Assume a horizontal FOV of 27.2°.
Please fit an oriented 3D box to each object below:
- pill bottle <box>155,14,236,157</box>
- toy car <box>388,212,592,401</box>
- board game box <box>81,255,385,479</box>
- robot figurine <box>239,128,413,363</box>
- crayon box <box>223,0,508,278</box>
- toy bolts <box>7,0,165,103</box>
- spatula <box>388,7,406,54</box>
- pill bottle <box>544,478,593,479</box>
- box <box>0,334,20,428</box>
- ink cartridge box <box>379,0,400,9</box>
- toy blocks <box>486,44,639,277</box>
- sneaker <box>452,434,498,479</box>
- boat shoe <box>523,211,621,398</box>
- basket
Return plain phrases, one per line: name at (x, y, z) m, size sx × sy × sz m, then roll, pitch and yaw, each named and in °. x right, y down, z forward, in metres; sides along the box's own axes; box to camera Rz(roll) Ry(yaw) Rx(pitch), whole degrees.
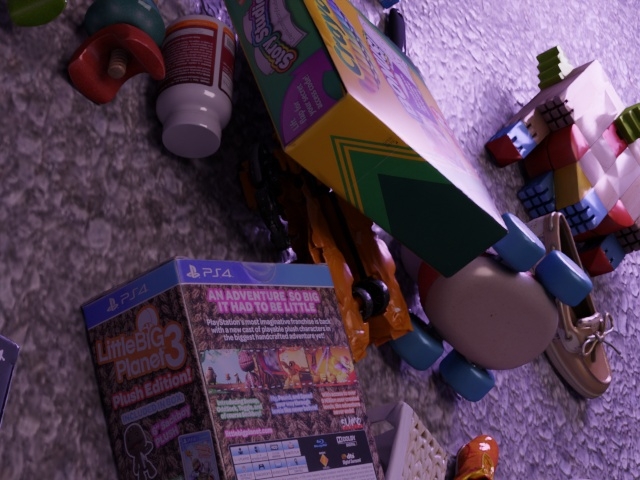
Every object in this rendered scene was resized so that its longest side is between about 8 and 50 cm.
pill bottle at (-0.140, -0.172, 1.487) m, size 0.086 × 0.086 × 0.152 m, roll 32°, pitch 47°, yaw -38°
toy car at (0.187, 0.041, 1.728) m, size 0.210 × 0.219 × 0.238 m, roll 33°, pitch 18°, yaw -37°
board game box at (-0.078, 0.176, 1.307) m, size 0.232 × 0.141 × 0.291 m, roll 5°, pitch 66°, yaw -51°
robot figurine at (0.000, 0.000, 1.564) m, size 0.211 × 0.085 × 0.291 m, roll -21°, pitch 87°, yaw -55°
crayon box at (0.043, -0.168, 1.569) m, size 0.313 × 0.106 × 0.363 m, roll 38°, pitch 21°, yaw -41°
toy bolts at (-0.219, -0.284, 1.378) m, size 0.228 × 0.218 × 0.158 m, roll 57°, pitch 25°, yaw -43°
spatula at (0.105, -0.230, 1.883) m, size 0.084 × 0.030 × 0.296 m, roll 39°, pitch 42°, yaw -33°
pill bottle at (0.247, 0.392, 1.553) m, size 0.334 × 0.188 × 0.188 m, roll -12°, pitch 79°, yaw -54°
box at (-0.330, 0.144, 0.946) m, size 0.108 × 0.207 × 0.153 m, roll 35°, pitch 45°, yaw -35°
ink cartridge box at (0.086, -0.390, 1.958) m, size 0.083 × 0.028 × 0.048 m, roll 44°, pitch 40°, yaw -26°
toy blocks at (0.422, -0.100, 2.116) m, size 0.261 × 0.190 × 0.381 m, roll -43°, pitch 104°, yaw -42°
sneaker at (0.195, 0.299, 1.648) m, size 0.064 × 0.067 × 0.175 m, roll 56°, pitch 35°, yaw -10°
boat shoe at (0.372, 0.099, 1.974) m, size 0.104 × 0.089 × 0.285 m, roll -27°, pitch 92°, yaw -55°
basket at (0.064, 0.279, 1.455) m, size 0.103 × 0.113 × 0.167 m, roll 48°, pitch 38°, yaw -28°
